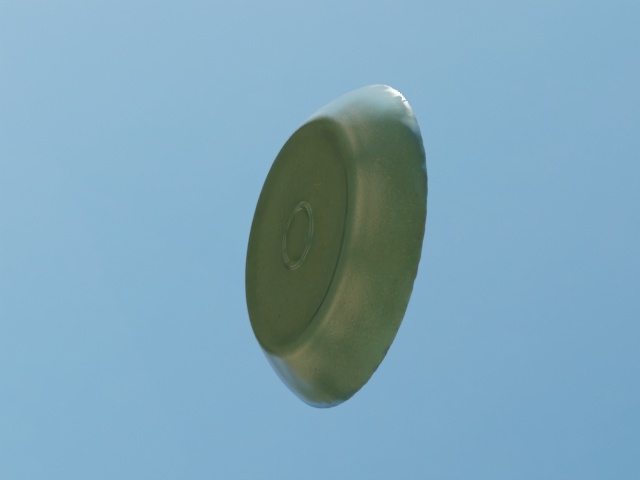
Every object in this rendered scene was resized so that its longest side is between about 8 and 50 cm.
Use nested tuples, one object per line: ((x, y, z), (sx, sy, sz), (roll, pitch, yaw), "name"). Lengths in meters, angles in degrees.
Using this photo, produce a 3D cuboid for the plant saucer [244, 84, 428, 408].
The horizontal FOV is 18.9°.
((0.000, 0.000, 0.692), (0.119, 0.021, 0.119), (-36, -132, 55), "plant saucer")
